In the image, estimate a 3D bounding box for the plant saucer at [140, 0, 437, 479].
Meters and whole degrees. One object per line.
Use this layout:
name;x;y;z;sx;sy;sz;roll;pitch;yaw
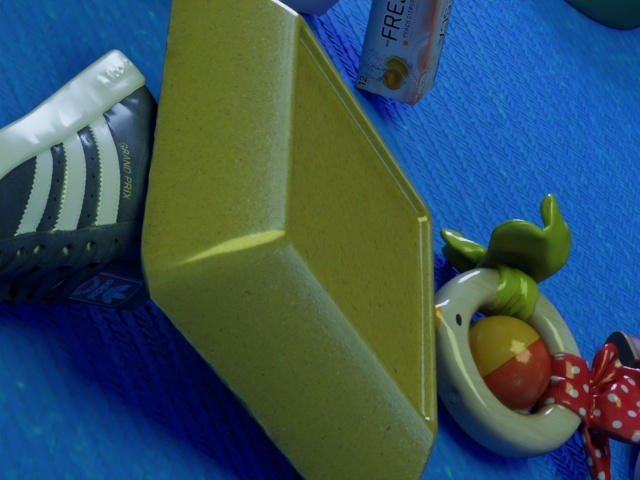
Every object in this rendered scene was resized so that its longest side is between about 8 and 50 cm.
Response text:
plant saucer;0.000;0.000;1.353;0.333;0.081;0.333;55;26;-39

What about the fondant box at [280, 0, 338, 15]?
fondant box;-0.105;-0.368;1.658;0.238;0.096;0.330;2;59;-50

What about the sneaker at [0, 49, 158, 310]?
sneaker;-0.176;0.001;1.196;0.148;0.131;0.350;53;36;-7

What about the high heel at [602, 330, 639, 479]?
high heel;0.335;0.186;1.693;0.117;0.082;0.244;18;33;-28

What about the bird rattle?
bird rattle;0.166;0.103;1.568;0.207;0.143;0.253;-27;94;-45

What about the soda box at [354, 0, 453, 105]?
soda box;0.083;-0.216;1.668;0.063;0.183;0.058;21;30;14

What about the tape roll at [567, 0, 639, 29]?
tape roll;0.310;-0.401;2.217;0.321;0.077;0.321;32;38;-29
